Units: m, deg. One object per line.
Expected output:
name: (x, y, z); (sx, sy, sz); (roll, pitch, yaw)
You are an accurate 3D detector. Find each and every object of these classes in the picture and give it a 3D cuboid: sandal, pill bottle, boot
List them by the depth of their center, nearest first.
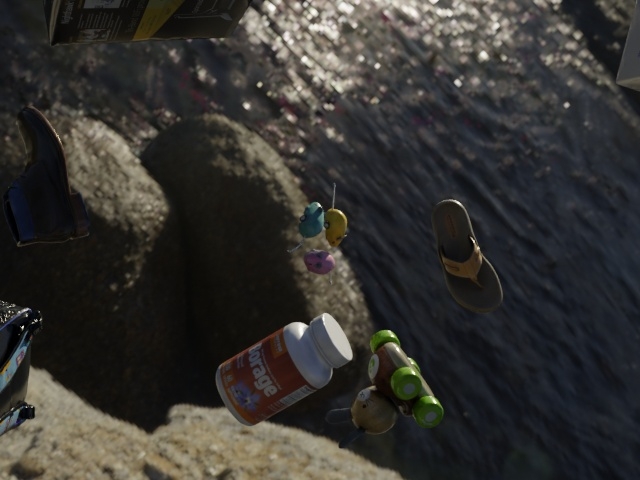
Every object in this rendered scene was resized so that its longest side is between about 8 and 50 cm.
sandal: (0.205, 0.021, 1.416); (0.049, 0.072, 0.180); (50, 21, -73)
boot: (-0.430, -0.094, 1.457); (0.106, 0.082, 0.219); (-20, 79, -33)
pill bottle: (-0.060, 0.214, 1.667); (0.121, 0.216, 0.121); (53, 14, -20)

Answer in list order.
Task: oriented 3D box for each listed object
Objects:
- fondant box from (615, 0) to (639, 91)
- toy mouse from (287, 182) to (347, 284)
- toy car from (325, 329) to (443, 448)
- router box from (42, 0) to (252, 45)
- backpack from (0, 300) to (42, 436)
fondant box: (0.385, -0.294, 0.860); (0.096, 0.330, 0.238); (12, 3, -6)
toy mouse: (0.000, 0.000, 1.544); (0.143, 0.031, 0.161); (-21, 111, -55)
toy car: (0.093, 0.279, 1.719); (0.149, 0.188, 0.155); (53, 4, -28)
router box: (-0.186, -0.330, 1.151); (0.242, 0.309, 0.081); (-8, 79, -23)
backpack: (-0.369, 0.150, 0.980); (0.116, 0.158, 0.173); (18, 29, 9)
